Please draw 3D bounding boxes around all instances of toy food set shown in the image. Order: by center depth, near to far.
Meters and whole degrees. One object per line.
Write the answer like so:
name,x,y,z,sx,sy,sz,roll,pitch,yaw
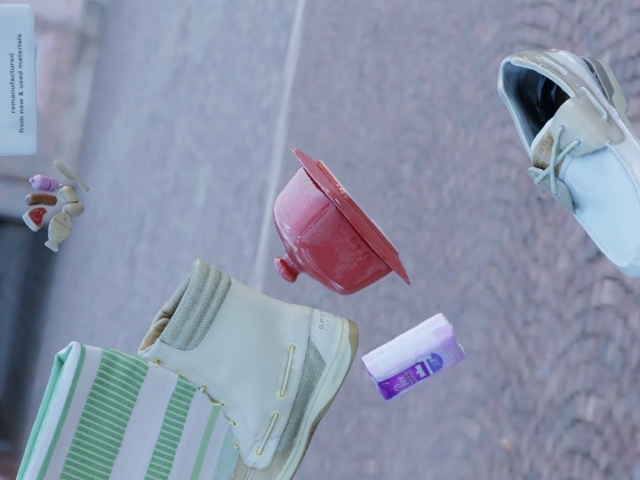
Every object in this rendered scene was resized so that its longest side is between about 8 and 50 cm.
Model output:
toy food set,-0.331,-0.043,1.930,0.019,0.078,0.122,-36,18,36

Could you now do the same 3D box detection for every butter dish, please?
butter dish,0.000,0.000,1.739,0.118,0.160,0.160,-41,29,2

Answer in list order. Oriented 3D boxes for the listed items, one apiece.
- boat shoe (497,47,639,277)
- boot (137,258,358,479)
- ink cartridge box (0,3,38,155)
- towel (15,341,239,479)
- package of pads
boat shoe,0.240,-0.072,1.441,0.302,0.103,0.113,-109,36,-52
boot,-0.103,0.163,1.641,0.262,0.203,0.095,-62,16,16
ink cartridge box,-0.394,-0.121,1.220,0.211,0.289,0.122,4,96,56
towel,-0.208,0.267,1.849,0.038,0.324,0.248,7,77,46
package of pads,0.081,0.101,1.361,0.032,0.083,0.050,61,180,39
